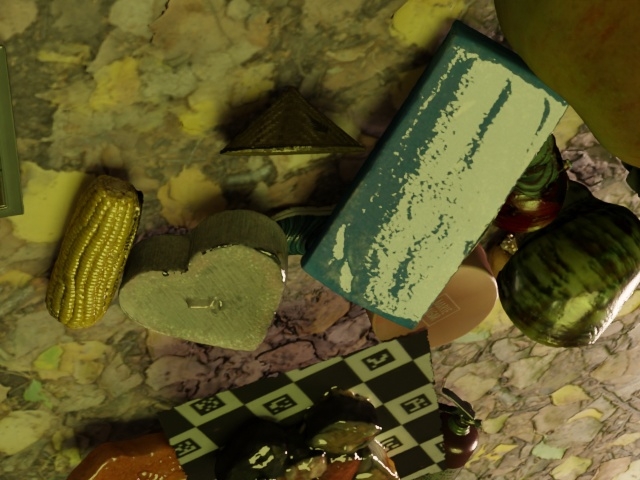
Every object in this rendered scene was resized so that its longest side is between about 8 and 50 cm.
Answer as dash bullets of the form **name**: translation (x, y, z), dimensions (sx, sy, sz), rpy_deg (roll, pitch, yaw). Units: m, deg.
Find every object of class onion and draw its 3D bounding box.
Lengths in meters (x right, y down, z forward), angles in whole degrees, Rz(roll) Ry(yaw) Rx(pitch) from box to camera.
- **onion**: translation (0.213, -0.064, 1.754), dimensions (0.118, 0.117, 0.118), rpy_deg (3, 158, 1)

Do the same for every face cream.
- **face cream**: translation (0.114, 0.039, 1.841), dimensions (0.149, 0.104, 0.149), rpy_deg (-12, 142, -10)

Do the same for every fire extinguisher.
- **fire extinguisher**: translation (0.148, 0.281, 2.188), dimensions (0.099, 0.071, 0.231), rpy_deg (20, 132, -4)

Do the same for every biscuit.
- **biscuit**: translation (-0.164, 0.299, 2.039), dimensions (0.334, 0.047, 0.202), rpy_deg (-16, 129, -23)

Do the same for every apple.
- **apple**: translation (0.322, -0.216, 1.439), dimensions (0.305, 0.338, 0.338), rpy_deg (-35, 140, 15)

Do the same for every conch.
- **conch**: translation (0.273, 0.012, 1.801), dimensions (0.187, 0.181, 0.124), rpy_deg (-12, 132, -26)

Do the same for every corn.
- **corn**: translation (-0.232, 0.013, 1.686), dimensions (0.072, 0.072, 0.203), rpy_deg (1, 137, -25)

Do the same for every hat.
- **hat**: translation (-0.028, -0.120, 1.628), dimensions (0.146, 0.067, 0.146), rpy_deg (-2, 180, 0)

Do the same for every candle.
- **candle**: translation (-0.109, 0.051, 1.746), dimensions (0.192, 0.068, 0.168), rpy_deg (-17, 134, 21)

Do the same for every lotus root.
- **lotus root**: translation (0.234, 0.031, 1.921), dimensions (0.072, 0.063, 0.152), rpy_deg (-14, 144, 8)

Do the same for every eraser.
- **eraser**: translation (0.115, -0.059, 1.678), dimensions (0.144, 0.043, 0.312), rpy_deg (29, 112, -11)

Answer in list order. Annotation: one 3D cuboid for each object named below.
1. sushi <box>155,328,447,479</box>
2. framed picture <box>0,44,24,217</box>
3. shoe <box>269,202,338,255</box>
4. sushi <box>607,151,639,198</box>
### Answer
- **sushi**: translation (-0.003, 0.265, 1.934), dimensions (0.320, 0.069, 0.339), rpy_deg (-16, 144, -2)
- **framed picture**: translation (-0.431, -0.082, 1.522), dimensions (0.296, 0.019, 0.232), rpy_deg (-9, 140, -13)
- **shoe**: translation (0.000, 0.000, 1.771), dimensions (0.143, 0.071, 0.064), rpy_deg (-6, 141, -6)
- **sushi**: translation (0.460, -0.118, 1.746), dimensions (0.294, 0.178, 0.352), rpy_deg (-26, 141, 11)
